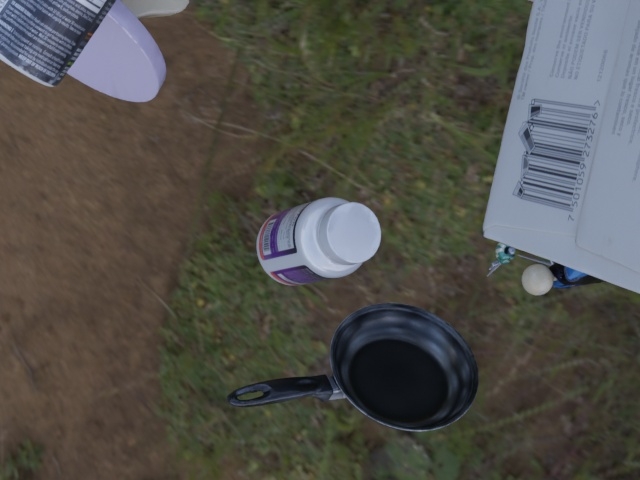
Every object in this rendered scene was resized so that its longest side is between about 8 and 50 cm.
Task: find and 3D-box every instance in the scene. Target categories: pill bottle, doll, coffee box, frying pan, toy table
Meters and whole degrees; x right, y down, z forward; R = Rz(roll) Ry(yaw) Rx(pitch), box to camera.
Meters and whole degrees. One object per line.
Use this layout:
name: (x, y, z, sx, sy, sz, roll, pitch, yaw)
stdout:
pill bottle: (0.000, 0.000, 1.878, 0.108, 0.193, 0.108, 3, 83, -27)
doll: (0.328, 0.033, 1.672, 0.189, 0.129, 0.046, -7, 85, -15)
coffee box: (0.390, -0.106, 1.158, 0.334, 0.338, 0.338, 10, 96, -27)
pill bottle: (-0.273, -0.300, 1.522, 0.130, 0.130, 0.246, 34, 94, -22)
frying pan: (0.060, 0.194, 1.762, 0.326, 0.197, 0.053, -32, 155, -34)
toy table: (-0.281, -0.318, 1.738, 0.274, 0.252, 0.161, 49, 53, -43)

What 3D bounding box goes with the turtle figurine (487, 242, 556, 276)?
turtle figurine: (0.314, -0.006, 1.935, 0.175, 0.234, 0.118, 1, 91, -35)
